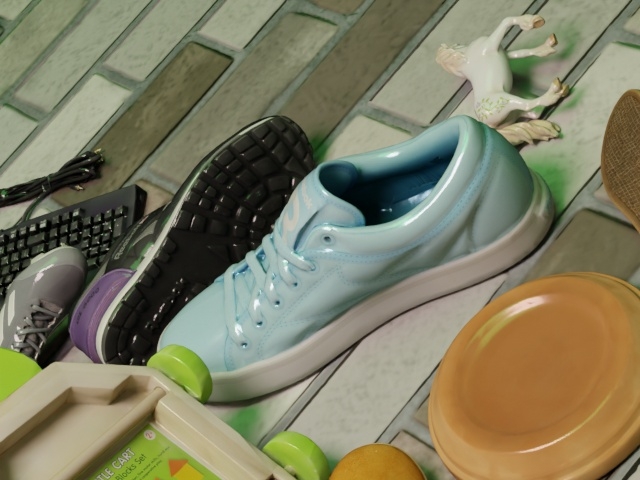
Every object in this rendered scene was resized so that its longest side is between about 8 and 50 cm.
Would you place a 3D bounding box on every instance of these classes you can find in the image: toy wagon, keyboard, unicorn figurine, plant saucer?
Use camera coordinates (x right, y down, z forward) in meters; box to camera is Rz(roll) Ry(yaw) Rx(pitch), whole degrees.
[{"bbox_3d":[-0.164,0.180,1.340,0.344,0.068,0.267,36,43,14],"label":"toy wagon"},{"bbox_3d":[-0.313,0.001,1.818,0.317,0.033,0.201,-17,44,25],"label":"keyboard"},{"bbox_3d":[0.155,-0.147,1.561,0.111,0.060,0.162,-21,43,21],"label":"unicorn figurine"},{"bbox_3d":[0.165,0.101,1.341,0.200,0.037,0.200,-21,42,21],"label":"plant saucer"}]

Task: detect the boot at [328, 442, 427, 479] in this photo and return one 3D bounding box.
[{"bbox_3d":[0.016,0.220,1.199,0.104,0.211,0.295,-5,52,14],"label":"boot"}]

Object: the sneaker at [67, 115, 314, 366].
[{"bbox_3d":[-0.130,-0.010,1.630,0.283,0.107,0.124,-50,34,-12],"label":"sneaker"}]

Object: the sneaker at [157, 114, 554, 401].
[{"bbox_3d":[0.000,0.000,1.476,0.366,0.150,0.135,-29,40,13],"label":"sneaker"}]

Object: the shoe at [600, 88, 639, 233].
[{"bbox_3d":[0.270,-0.039,1.382,0.076,0.058,0.219,-57,26,30],"label":"shoe"}]

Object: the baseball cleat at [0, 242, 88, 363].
[{"bbox_3d":[-0.272,0.104,1.654,0.206,0.072,0.109,-51,44,17],"label":"baseball cleat"}]
